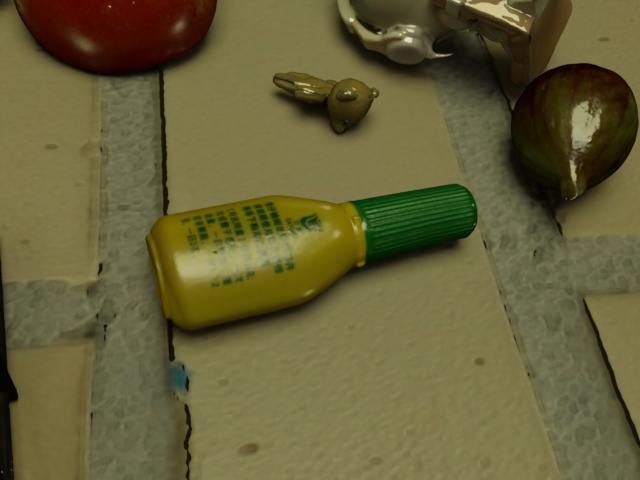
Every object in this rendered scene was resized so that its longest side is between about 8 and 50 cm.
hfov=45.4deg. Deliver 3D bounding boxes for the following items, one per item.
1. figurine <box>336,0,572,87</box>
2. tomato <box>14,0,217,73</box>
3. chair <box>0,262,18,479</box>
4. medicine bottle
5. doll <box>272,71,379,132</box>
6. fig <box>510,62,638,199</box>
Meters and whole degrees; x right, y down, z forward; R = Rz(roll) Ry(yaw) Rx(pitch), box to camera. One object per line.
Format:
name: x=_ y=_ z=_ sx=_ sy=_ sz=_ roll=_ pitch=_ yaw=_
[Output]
figurine: x=0.120 y=-0.243 z=0.751 sx=0.237 sy=0.141 sz=0.162 roll=20 pitch=77 yaw=18
tomato: x=-0.197 y=-0.284 z=0.724 sx=0.200 sy=0.139 sz=0.233 roll=-4 pitch=56 yaw=-3
chair: x=-0.265 y=0.068 z=0.466 sx=0.141 sy=0.154 sz=0.260 roll=-11 pitch=55 yaw=-14
medicine bottle: x=0.000 y=0.000 z=0.598 sx=0.260 sy=0.064 sz=0.095 roll=-13 pitch=60 yaw=-15
doll: x=0.006 y=-0.141 z=0.706 sx=0.093 sy=0.051 sz=0.061 roll=40 pitch=31 yaw=16
fig: x=0.224 y=-0.087 z=0.668 sx=0.109 sy=0.103 sz=0.155 roll=-6 pitch=45 yaw=15
